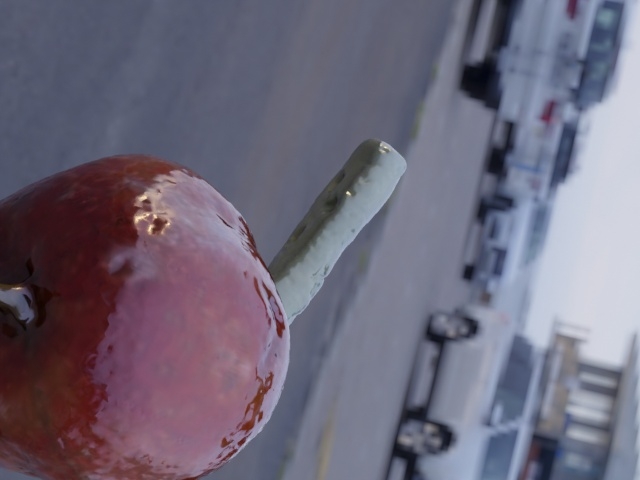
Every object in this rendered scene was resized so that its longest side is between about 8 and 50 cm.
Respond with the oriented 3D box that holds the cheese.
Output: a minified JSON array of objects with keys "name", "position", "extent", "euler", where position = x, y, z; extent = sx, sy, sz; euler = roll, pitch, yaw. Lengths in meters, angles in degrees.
[{"name":"cheese","position":[0.000,0.000,1.437],"extent":[0.194,0.043,0.065],"euler":[-54,-172,-28]}]

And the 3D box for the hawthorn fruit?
[{"name":"hawthorn fruit","position":[-0.155,0.052,1.192],"extent":[0.271,0.242,0.242],"euler":[28,75,-65]}]
